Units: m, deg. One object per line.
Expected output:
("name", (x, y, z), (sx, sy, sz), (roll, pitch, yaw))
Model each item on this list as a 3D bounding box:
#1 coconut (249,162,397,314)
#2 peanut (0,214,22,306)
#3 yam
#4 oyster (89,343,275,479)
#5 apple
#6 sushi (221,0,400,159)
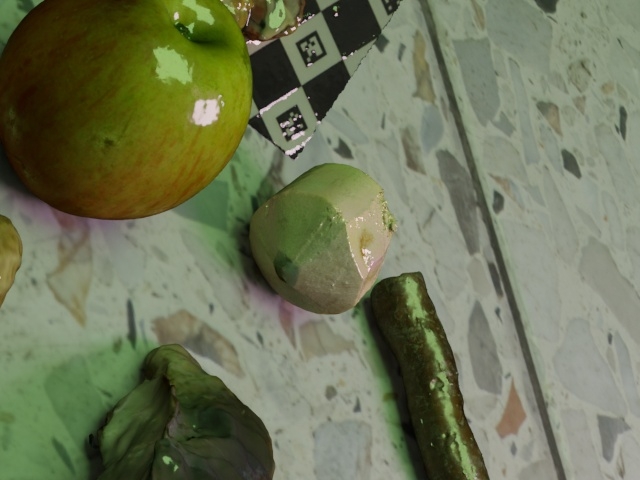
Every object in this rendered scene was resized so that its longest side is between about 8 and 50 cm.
("coconut", (0.000, 0.000, 1.503), (0.116, 0.116, 0.122), (56, 38, -10))
("peanut", (-0.275, 0.037, 1.191), (0.193, 0.089, 0.089), (-29, 92, -48))
("yam", (0.104, 0.154, 1.578), (0.061, 0.061, 0.253), (-4, 73, -50))
("oyster", (-0.099, 0.187, 1.249), (0.166, 0.110, 0.341), (54, 21, -8))
("apple", (-0.145, -0.115, 1.350), (0.196, 0.196, 0.196), (27, 51, -38))
("sushi", (-0.020, -0.254, 1.553), (0.264, 0.050, 0.290), (38, 78, -29))
